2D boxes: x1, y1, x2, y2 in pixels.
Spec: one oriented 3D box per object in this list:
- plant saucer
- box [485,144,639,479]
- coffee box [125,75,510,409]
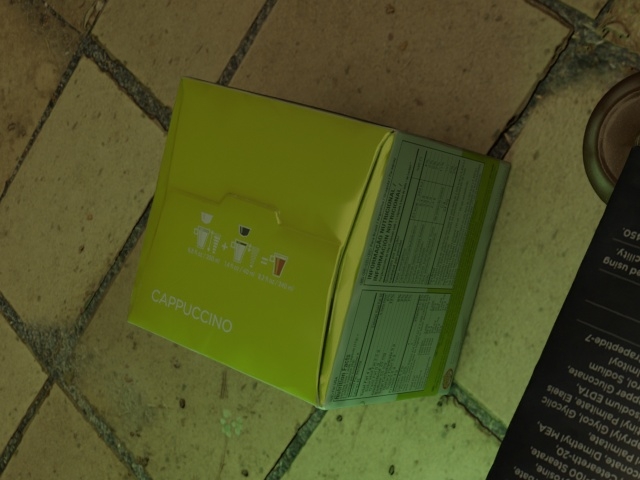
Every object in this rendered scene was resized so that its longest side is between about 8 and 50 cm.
[{"bbox_3d":[0.416,-0.120,1.299,0.198,0.036,0.199,-2,87,33],"label":"plant saucer"},{"bbox_3d":[0.390,0.227,0.986,0.297,0.480,0.472,22,89,34],"label":"box"},{"bbox_3d":[0.000,0.000,1.388,0.337,0.334,0.338,19,97,33],"label":"coffee box"}]
